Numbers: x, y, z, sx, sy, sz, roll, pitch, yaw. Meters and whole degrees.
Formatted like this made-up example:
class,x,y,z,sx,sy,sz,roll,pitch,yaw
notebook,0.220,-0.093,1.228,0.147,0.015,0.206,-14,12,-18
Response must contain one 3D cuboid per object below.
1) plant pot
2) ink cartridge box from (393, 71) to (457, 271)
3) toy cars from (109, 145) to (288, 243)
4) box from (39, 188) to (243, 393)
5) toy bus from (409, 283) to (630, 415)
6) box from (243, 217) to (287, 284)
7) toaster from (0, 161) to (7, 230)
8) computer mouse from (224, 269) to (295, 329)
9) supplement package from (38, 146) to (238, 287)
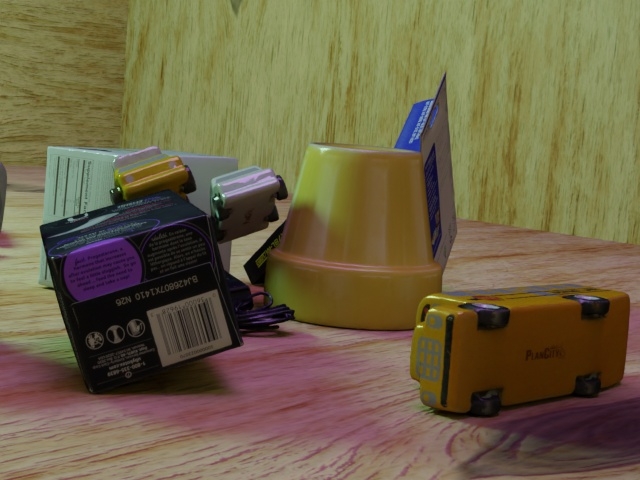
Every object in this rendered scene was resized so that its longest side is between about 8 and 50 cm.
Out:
class,x,y,z,sx,sy,sz,roll,pitch,yaw
plant pot,0.054,-0.013,1.713,0.254,0.239,0.254,5,7,-1
ink cartridge box,0.161,-0.087,1.900,0.065,0.333,0.165,8,43,18
toy cars,-0.165,-0.068,1.597,0.176,0.087,0.393,-29,-15,26
box,-0.199,0.044,1.292,0.165,0.143,0.270,-16,12,-12
toy bus,0.214,0.110,1.319,0.332,0.108,0.130,-2,9,-43
box,0.000,0.000,1.930,0.190,0.184,0.045,-1,53,-45
toaster,-0.438,-0.048,1.291,0.146,0.129,0.227,13,8,21
computer mouse,-0.175,0.072,1.589,0.188,0.072,0.272,3,19,-34
supplement package,-0.263,-0.031,1.786,0.145,0.204,0.262,10,8,34
